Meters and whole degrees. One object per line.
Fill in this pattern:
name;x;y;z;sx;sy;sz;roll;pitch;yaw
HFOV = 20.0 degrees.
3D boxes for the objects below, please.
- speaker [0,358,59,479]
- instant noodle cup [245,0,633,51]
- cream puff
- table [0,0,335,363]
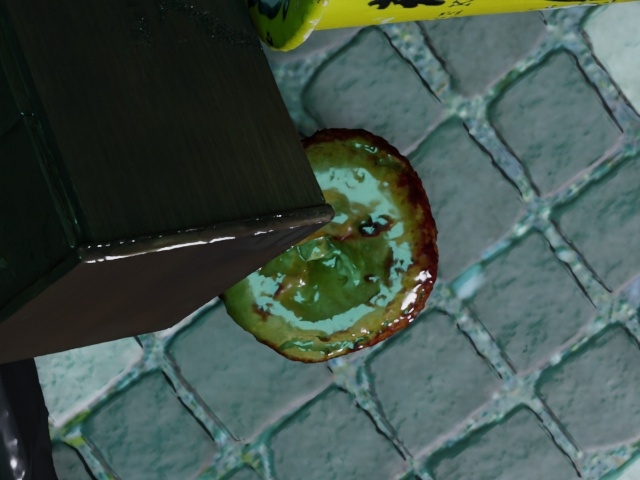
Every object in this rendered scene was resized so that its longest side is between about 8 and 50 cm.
speaker;-0.332;0.113;1.065;0.388;0.180;0.184;-1;107;-5
instant noodle cup;0.098;-0.257;0.970;0.254;0.325;0.325;1;102;-15
cream puff;0.000;0.000;1.116;0.149;0.084;0.149;0;101;-1
table;-0.136;-0.055;0.964;0.172;0.169;0.193;-10;74;-43
